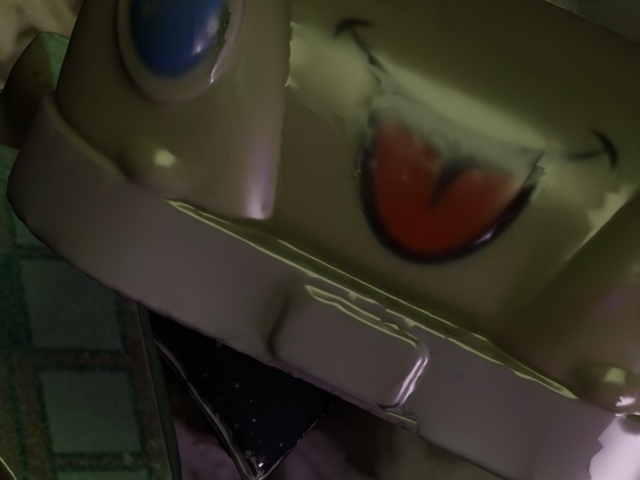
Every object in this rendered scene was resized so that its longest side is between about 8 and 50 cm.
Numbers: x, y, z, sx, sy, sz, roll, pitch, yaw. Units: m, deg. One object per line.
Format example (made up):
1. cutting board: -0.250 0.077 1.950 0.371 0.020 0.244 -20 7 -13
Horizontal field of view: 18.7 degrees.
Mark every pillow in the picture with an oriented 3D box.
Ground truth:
1. pillow: 0.000 0.000 0.872 0.208 0.055 0.141 -35 86 -34

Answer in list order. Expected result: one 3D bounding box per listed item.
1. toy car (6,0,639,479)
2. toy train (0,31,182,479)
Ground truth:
1. toy car: 0.057 -0.080 0.709 0.242 0.226 0.336 27 19 -3
2. toy train: -0.144 0.063 0.726 0.159 0.129 0.326 2 59 -29
